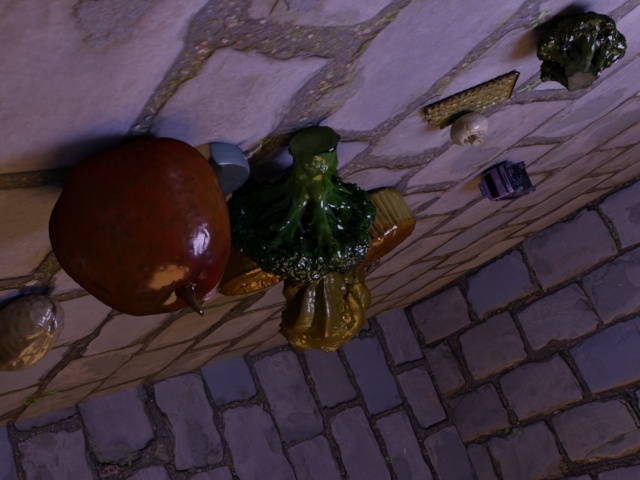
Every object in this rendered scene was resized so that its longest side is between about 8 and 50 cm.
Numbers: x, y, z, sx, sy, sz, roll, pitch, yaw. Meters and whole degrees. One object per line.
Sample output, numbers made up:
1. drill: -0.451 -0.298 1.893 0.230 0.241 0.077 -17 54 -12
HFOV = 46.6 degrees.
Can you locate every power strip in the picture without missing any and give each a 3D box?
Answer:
1. power strip: -0.191 -0.115 1.312 0.216 0.044 0.137 -30 164 31

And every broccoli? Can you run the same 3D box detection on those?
1. broccoli: 0.460 -0.335 1.329 0.162 0.138 0.146 -18 140 42
2. broccoli: -0.039 -0.064 1.397 0.297 0.297 0.297 -17 134 -20

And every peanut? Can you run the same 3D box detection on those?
1. peanut: -0.691 0.221 1.600 0.313 0.149 0.149 -22 166 10

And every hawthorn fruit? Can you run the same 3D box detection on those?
1. hawthorn fruit: -0.255 0.002 1.130 0.277 0.298 0.277 -30 159 -13

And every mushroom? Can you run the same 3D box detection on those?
1. mushroom: 0.310 -0.228 1.542 0.083 0.067 0.083 -18 158 -8

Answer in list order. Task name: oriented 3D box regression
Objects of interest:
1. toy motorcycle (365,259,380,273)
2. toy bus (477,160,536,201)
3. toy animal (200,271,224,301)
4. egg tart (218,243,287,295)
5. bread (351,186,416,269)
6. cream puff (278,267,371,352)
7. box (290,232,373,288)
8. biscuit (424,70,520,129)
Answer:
1. toy motorcycle: 0.081 0.066 2.309 0.221 0.102 0.150 -19 153 -13
2. toy bus: 0.541 -0.167 2.151 0.108 0.096 0.199 -26 169 32
3. toy animal: -0.278 0.017 1.389 0.171 0.198 0.171 -31 144 -26
4. egg tart: -0.158 0.028 1.685 0.202 0.147 0.202 -23 167 -6
5. bread: 0.129 -0.025 1.938 0.227 0.142 0.253 -32 165 -13
6. cream puff: 0.018 0.161 2.045 0.274 0.323 0.270 -4 -176 -14
7. box: 0.000 0.000 1.813 0.237 0.152 0.070 -32 164 35
8. biscuit: 0.306 -0.279 1.521 0.203 0.016 0.144 -23 166 0
